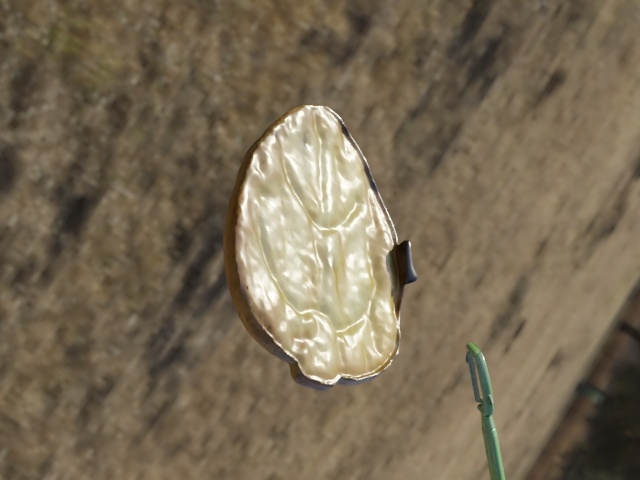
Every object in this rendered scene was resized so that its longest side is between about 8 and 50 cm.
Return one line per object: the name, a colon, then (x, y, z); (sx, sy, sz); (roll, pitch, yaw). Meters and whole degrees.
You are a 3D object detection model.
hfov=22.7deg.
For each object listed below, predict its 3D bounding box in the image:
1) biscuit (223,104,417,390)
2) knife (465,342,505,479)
biscuit: (-0.003, 0.002, 1.333); (0.041, 0.203, 0.260); (-27, -128, 43)
knife: (0.174, 0.208, 1.595); (0.054, 0.015, 0.212); (-138, -144, -73)
